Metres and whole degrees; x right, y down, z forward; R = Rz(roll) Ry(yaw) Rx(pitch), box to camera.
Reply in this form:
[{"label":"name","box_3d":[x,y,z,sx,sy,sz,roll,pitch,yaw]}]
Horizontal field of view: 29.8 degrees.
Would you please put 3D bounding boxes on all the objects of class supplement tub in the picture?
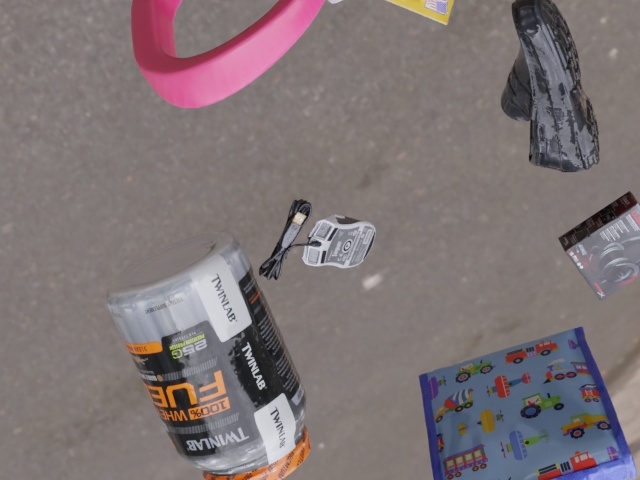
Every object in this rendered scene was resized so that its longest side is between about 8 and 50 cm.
[{"label":"supplement tub","box_3d":[-0.148,0.176,1.699,0.207,0.338,0.207,-21,-164,6]}]

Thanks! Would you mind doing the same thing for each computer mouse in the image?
[{"label":"computer mouse","box_3d":[0.000,0.000,1.516,0.193,0.042,0.106,3,113,-55]}]

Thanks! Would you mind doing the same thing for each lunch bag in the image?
[{"label":"lunch bag","box_3d":[0.241,0.237,1.420,0.220,0.138,0.293,-18,-167,9]}]

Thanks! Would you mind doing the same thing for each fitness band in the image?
[{"label":"fitness band","box_3d":[-0.078,-0.229,1.111,0.209,0.291,0.054,-30,125,12]}]

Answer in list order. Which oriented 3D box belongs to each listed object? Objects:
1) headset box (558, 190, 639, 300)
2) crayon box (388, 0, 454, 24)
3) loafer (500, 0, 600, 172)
[{"label":"headset box","box_3d":[0.260,0.003,1.047,0.083,0.062,0.032,-34,-160,14]},{"label":"crayon box","box_3d":[0.119,-0.477,1.619,0.203,0.083,0.323,14,93,-34]},{"label":"loafer","box_3d":[0.202,-0.136,1.100,0.078,0.076,0.223,-8,144,19]}]
